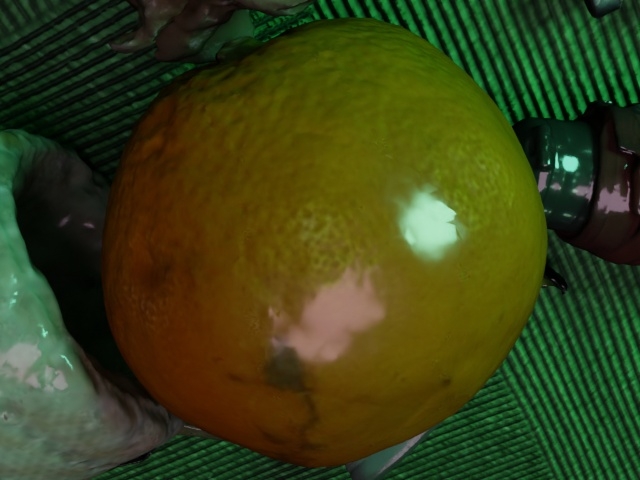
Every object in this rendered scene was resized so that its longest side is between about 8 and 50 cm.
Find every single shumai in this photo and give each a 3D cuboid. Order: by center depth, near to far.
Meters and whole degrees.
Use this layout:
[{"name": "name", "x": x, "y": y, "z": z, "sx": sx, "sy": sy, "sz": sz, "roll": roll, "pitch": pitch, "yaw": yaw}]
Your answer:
[{"name": "shumai", "x": -0.100, "y": -0.206, "z": 0.569, "sx": 0.218, "sy": 0.184, "sz": 0.185, "roll": 26, "pitch": 116, "yaw": -37}]

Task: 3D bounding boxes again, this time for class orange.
[{"name": "orange", "x": 0.000, "y": 0.000, "z": 0.607, "sx": 0.312, "sy": 0.312, "sz": 0.312, "roll": -1, "pitch": 122, "yaw": -2}]

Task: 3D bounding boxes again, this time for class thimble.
[{"name": "thimble", "x": -0.241, "y": 0.057, "z": 0.681, "sx": 0.195, "sy": 0.291, "sz": 0.291, "roll": -27, "pitch": 119, "yaw": 9}]

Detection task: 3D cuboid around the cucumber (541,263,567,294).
[{"name": "cucumber", "x": 0.126, "y": -0.004, "z": 0.793, "sx": 0.220, "sy": 0.046, "sz": 0.070, "roll": 37, "pitch": 116, "yaw": -21}]

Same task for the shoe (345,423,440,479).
[{"name": "shoe", "x": 0.094, "y": 0.131, "z": 0.851, "sx": 0.100, "sy": 0.103, "sz": 0.251, "roll": 40, "pitch": 105, "yaw": 10}]

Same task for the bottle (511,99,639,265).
[{"name": "bottle", "x": 0.273, "y": -0.046, "z": 0.722, "sx": 0.271, "sy": 0.143, "sz": 0.156, "roll": 8, "pitch": 160, "yaw": -11}]

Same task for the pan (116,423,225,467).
[{"name": "pan", "x": -0.188, "y": 0.184, "z": 0.891, "sx": 0.202, "sy": 0.048, "sz": 0.128, "roll": 28, "pitch": 118, "yaw": -17}]

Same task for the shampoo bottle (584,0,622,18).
[{"name": "shampoo bottle", "x": 0.339, "y": -0.245, "z": 0.638, "sx": 0.309, "sy": 0.071, "sz": 0.098, "roll": -23, "pitch": 123, "yaw": 14}]
